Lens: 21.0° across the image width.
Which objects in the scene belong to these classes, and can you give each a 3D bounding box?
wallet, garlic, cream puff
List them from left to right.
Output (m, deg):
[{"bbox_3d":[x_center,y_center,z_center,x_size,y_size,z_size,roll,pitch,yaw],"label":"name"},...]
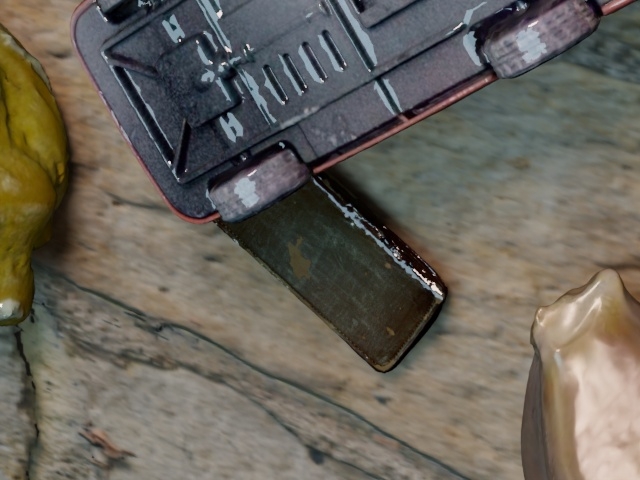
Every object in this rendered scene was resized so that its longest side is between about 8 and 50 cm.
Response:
[{"bbox_3d":[-0.406,-0.044,1.493,0.378,0.275,0.378,12,115,28],"label":"cream puff"},{"bbox_3d":[0.000,0.000,1.416,0.232,0.031,0.122,43,132,10],"label":"wallet"},{"bbox_3d":[0.305,0.179,1.248,0.340,0.231,0.246,11,73,10],"label":"garlic"}]

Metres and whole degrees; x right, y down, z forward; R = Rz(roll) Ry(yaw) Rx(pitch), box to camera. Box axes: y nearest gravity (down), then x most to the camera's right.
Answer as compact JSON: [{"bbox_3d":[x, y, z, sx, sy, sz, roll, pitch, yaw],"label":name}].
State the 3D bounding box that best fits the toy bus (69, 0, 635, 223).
[{"bbox_3d":[0.046,-0.186,1.178,0.427,0.233,0.203,-26,97,35],"label":"toy bus"}]
